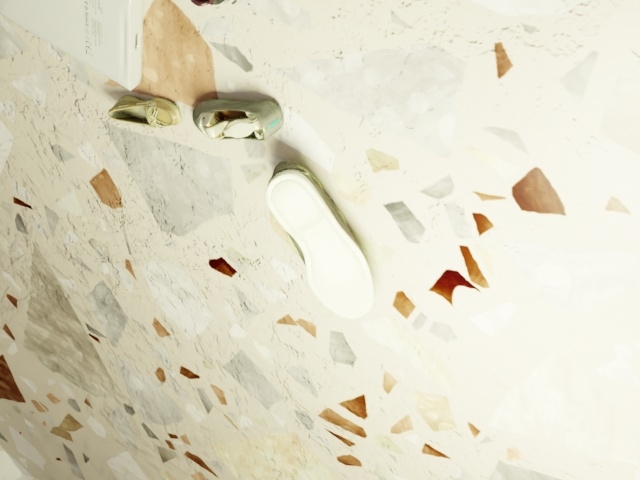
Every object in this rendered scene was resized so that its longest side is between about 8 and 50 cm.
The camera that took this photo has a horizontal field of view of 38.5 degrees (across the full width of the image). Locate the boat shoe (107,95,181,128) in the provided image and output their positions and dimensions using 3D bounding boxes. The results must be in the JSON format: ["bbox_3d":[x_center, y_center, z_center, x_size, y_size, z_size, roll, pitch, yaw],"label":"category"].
[{"bbox_3d":[-0.318,-0.229,1.664,0.153,0.048,0.056,16,135,30],"label":"boat shoe"}]

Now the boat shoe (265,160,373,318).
[{"bbox_3d":[0.004,-0.002,1.569,0.109,0.091,0.305,-25,115,11],"label":"boat shoe"}]

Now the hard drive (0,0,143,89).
[{"bbox_3d":[-0.442,-0.414,1.600,0.307,0.040,0.203,31,141,14],"label":"hard drive"}]

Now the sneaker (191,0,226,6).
[{"bbox_3d":[-0.092,-0.395,1.216,0.106,0.162,0.281,45,142,-4],"label":"sneaker"}]

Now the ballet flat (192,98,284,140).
[{"bbox_3d":[-0.156,-0.198,1.537,0.213,0.068,0.072,3,127,40],"label":"ballet flat"}]
